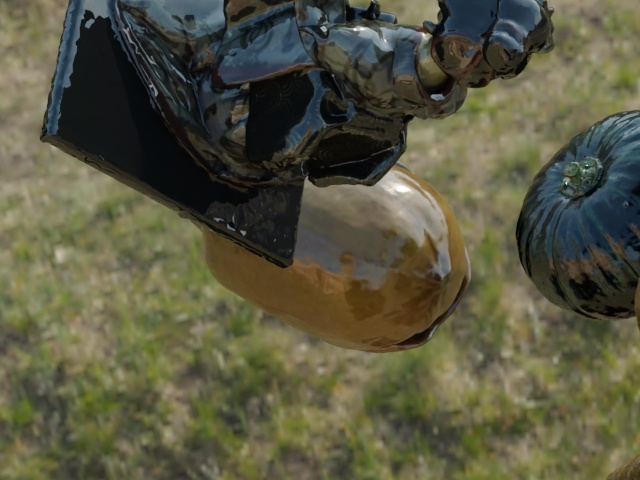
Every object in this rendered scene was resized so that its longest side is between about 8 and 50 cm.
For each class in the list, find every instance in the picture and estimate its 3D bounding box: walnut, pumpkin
[{"bbox_3d":[0.000,0.000,1.755,0.336,0.209,0.209,15,43,31],"label":"walnut"},{"bbox_3d":[0.257,-0.024,1.452,0.202,0.140,0.202,-41,26,25],"label":"pumpkin"}]

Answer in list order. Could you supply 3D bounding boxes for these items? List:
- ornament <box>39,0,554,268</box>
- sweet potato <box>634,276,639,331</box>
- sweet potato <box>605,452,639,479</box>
[{"bbox_3d":[0.017,-0.093,0.718,0.196,0.166,0.153,-10,62,41],"label":"ornament"},{"bbox_3d":[0.363,0.094,1.056,0.336,0.131,0.131,33,52,21],"label":"sweet potato"},{"bbox_3d":[0.378,0.256,1.772,0.097,0.097,0.251,-29,1,-24],"label":"sweet potato"}]
